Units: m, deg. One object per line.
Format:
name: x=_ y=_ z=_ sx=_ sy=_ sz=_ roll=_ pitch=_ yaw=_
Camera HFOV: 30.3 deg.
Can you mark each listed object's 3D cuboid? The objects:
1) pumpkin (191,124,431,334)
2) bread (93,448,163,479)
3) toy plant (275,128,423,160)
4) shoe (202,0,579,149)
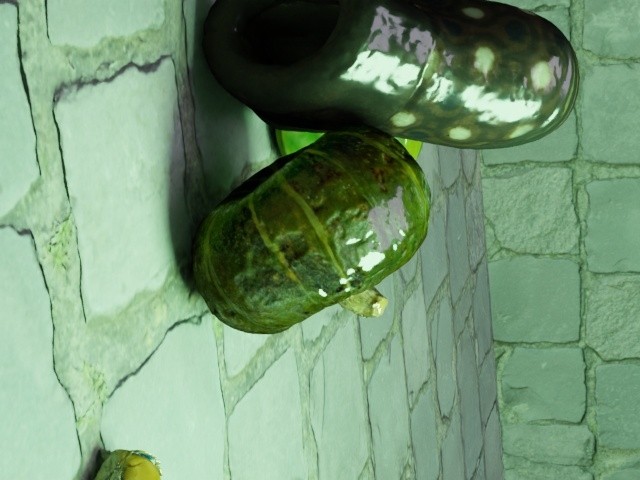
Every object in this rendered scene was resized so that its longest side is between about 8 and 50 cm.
pumpkin: x=0.002 y=0.002 z=1.212 sx=0.189 sy=0.260 sz=0.260 roll=54 pitch=24 yaw=-8
bread: x=-0.164 y=0.227 z=0.983 sx=0.106 sy=0.053 sz=0.072 roll=-65 pitch=146 yaw=-46
toy plant: x=0.051 y=-0.163 z=1.563 sx=0.224 sy=0.185 sz=0.316 roll=61 pitch=13 yaw=-11
shoe: x=0.072 y=-0.196 z=1.249 sx=0.237 sy=0.384 sz=0.171 roll=24 pitch=73 yaw=-72
